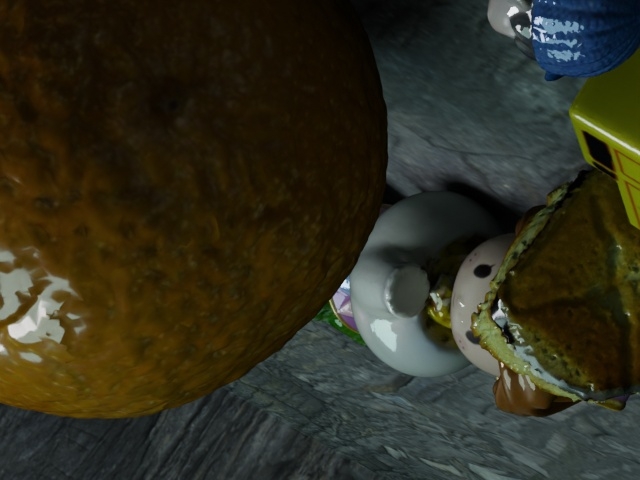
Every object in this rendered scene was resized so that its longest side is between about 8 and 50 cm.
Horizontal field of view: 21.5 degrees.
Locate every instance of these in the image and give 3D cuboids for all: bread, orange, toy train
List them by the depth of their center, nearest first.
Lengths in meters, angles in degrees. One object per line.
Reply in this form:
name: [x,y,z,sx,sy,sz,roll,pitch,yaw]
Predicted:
toy train: [0.198,-0.030,0.842,0.127,0.089,0.219,35,172,28]
orange: [-0.133,-0.062,0.936,0.322,0.322,0.357,34,173,-19]
bread: [0.172,0.033,1.021,0.128,0.140,0.069,35,176,0]

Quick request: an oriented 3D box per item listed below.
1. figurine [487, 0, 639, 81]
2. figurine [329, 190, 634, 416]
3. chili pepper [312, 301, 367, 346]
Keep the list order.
figurine: [0.090,-0.129,0.759,0.136,0.077,0.079,44,133,4]
figurine: [0.126,0.041,1.165,0.189,0.142,0.263,-2,-171,-40]
chili pepper: [0.000,0.000,1.314,0.270,0.136,0.099,31,170,-30]
